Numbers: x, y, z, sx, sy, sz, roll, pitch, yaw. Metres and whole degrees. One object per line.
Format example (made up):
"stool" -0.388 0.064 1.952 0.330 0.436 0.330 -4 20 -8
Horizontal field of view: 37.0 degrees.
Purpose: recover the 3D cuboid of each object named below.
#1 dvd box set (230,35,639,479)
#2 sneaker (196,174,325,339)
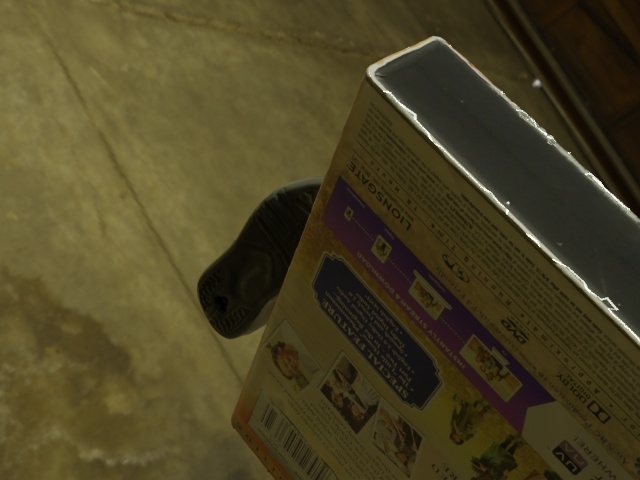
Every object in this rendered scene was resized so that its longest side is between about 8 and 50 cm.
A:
"dvd box set" 0.090 0.127 0.598 0.062 0.420 0.307 -31 68 -32
"sneaker" 0.000 0.000 0.780 0.130 0.227 0.087 -27 80 -40
